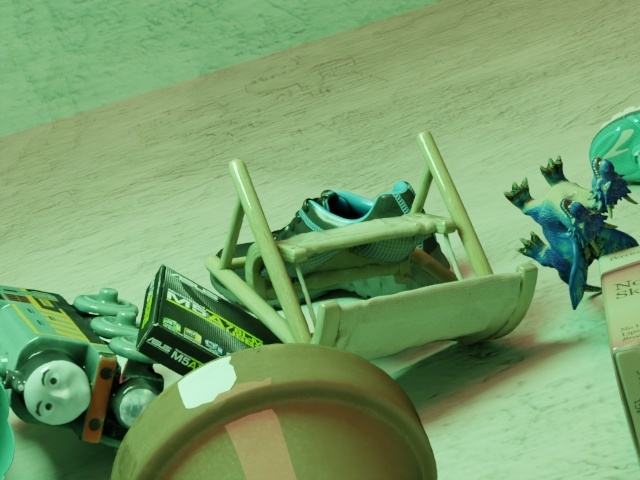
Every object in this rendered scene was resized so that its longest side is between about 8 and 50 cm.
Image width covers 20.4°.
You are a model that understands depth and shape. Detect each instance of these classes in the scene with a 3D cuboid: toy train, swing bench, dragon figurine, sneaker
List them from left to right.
[{"bbox_3d":[-0.281,0.136,1.965,0.190,0.142,0.334,9,10,-22],"label":"toy train"},{"bbox_3d":[0.000,0.000,2.199,0.341,0.139,0.125,-6,22,34],"label":"sneaker"},{"bbox_3d":[0.049,0.034,1.893,0.253,0.165,0.254,-8,44,-27],"label":"swing bench"},{"bbox_3d":[0.270,0.010,1.828,0.085,0.289,0.144,-31,48,-11],"label":"dragon figurine"},{"bbox_3d":[0.437,-0.104,2.186,0.275,0.107,0.110,2,35,46],"label":"sneaker"}]

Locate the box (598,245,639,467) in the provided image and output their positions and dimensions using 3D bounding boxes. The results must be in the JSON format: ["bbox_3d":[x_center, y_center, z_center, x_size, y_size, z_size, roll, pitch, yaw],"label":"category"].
[{"bbox_3d":[0.343,0.092,1.628,0.148,0.127,0.232,-14,18,10],"label":"box"}]

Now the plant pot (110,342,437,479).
[{"bbox_3d":[-0.017,0.245,1.360,0.263,0.263,0.229,-18,34,-4],"label":"plant pot"}]

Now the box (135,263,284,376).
[{"bbox_3d":[-0.103,0.115,1.909,0.045,0.191,0.184,-56,11,17],"label":"box"}]

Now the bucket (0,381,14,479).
[{"bbox_3d":[-0.464,0.195,1.844,0.281,0.281,0.183,-23,14,-20],"label":"bucket"}]
